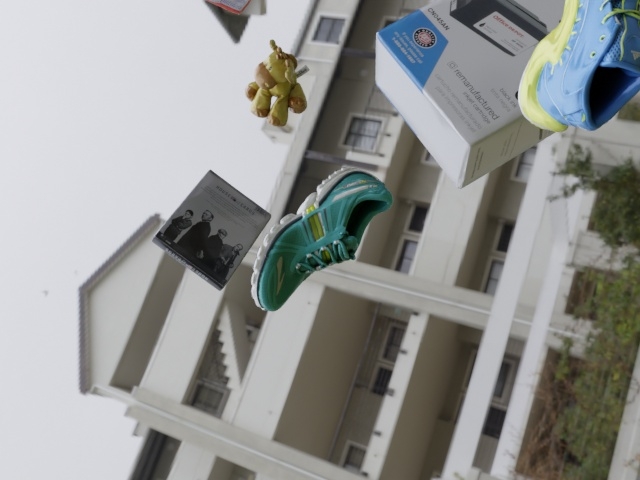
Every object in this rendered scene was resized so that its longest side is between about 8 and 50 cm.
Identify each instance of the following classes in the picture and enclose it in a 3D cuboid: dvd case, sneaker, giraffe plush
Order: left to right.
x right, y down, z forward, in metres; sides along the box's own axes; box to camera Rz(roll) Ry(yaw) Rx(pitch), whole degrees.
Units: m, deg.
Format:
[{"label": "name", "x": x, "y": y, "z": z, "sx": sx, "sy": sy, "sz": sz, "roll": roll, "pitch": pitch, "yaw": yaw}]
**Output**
[{"label": "dvd case", "x": -0.230, "y": -0.028, "z": 1.474, "sx": 0.029, "sy": 0.179, "sz": 0.238, "roll": -44, "pitch": 12, "yaw": 47}, {"label": "giraffe plush", "x": -0.115, "y": -0.438, "z": 1.833, "sx": 0.210, "sy": 0.181, "sz": 0.170, "roll": -54, "pitch": -11, "yaw": -8}, {"label": "sneaker", "x": 0.000, "y": 0.000, "z": 1.035, "sx": 0.275, "sy": 0.110, "sz": 0.107, "roll": -49, "pitch": -36, "yaw": -11}, {"label": "sneaker", "x": 0.276, "y": -0.207, "z": 0.621, "sx": 0.126, "sy": 0.091, "sz": 0.240, "roll": -124, "pitch": 47, "yaw": -61}]

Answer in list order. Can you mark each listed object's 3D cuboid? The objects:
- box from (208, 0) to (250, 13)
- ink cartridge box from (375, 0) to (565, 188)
[{"label": "box", "x": -0.254, "y": -0.598, "z": 1.341, "sx": 0.300, "sy": 0.154, "sz": 0.142, "roll": 14, "pitch": -124, "yaw": -34}, {"label": "ink cartridge box", "x": 0.338, "y": -0.326, "z": 1.224, "sx": 0.395, "sy": 0.285, "sz": 0.166, "roll": -31, "pitch": -21, "yaw": -8}]
